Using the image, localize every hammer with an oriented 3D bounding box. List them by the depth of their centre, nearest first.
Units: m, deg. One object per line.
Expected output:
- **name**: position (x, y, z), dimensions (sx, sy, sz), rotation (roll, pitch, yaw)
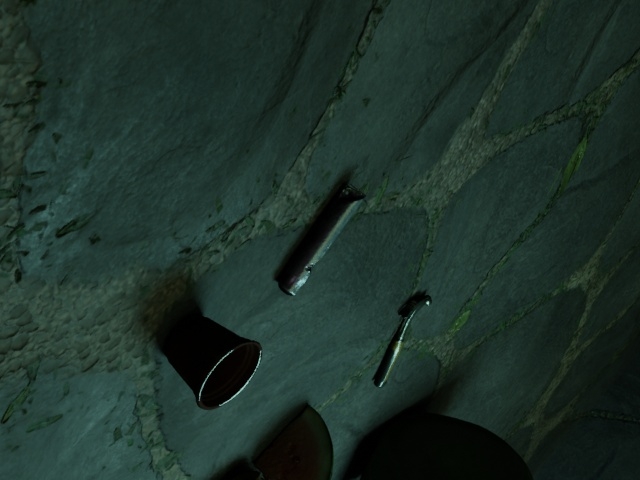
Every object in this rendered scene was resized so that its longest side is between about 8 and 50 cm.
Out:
- **hammer**: position (0.141, 0.188, 1.871), dimensions (0.078, 0.021, 0.200), rotation (-12, 132, -52)

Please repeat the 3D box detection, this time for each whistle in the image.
- **whistle**: position (0.000, 0.000, 1.415), dimensions (0.176, 0.033, 0.033), rotation (-55, 153, 6)

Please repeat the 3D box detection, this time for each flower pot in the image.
- **flower pot**: position (-0.143, 0.146, 1.302), dimensions (0.111, 0.089, 0.111), rotation (-37, 150, -26)

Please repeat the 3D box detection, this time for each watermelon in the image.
- **watermelon**: position (-0.036, 0.400, 1.758), dimensions (0.145, 0.137, 0.192), rotation (74, 16, -56)

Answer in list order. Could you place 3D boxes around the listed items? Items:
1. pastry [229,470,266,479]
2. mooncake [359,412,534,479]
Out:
- **pastry**: position (-0.147, 0.483, 1.690), dimensions (0.219, 0.100, 0.229), rotation (2, 126, -54)
- **mooncake**: position (0.254, 0.529, 2.096), dimensions (0.356, 0.356, 0.194), rotation (-21, 137, -46)
